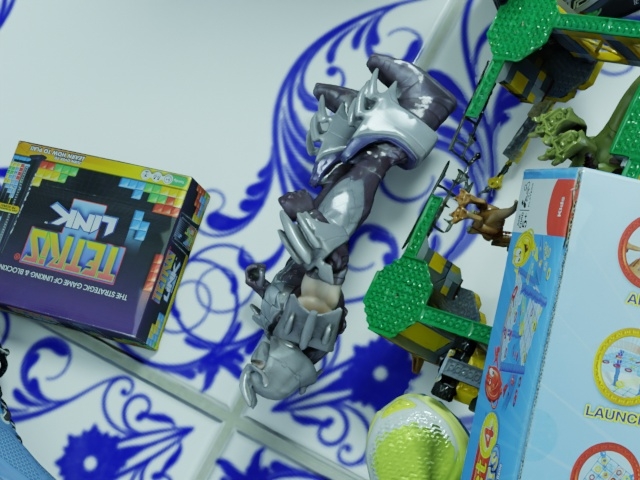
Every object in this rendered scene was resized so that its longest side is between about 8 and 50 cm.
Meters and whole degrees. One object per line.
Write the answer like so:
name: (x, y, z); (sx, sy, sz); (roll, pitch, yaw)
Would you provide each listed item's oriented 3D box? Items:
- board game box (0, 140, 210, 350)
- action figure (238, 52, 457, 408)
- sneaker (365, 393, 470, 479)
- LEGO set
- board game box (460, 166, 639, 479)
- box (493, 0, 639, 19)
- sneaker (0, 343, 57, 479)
board game box: (-0.194, 0.002, 1.100); (0.170, 0.048, 0.141); (12, 74, 21)
action figure: (0.000, 0.000, 0.986); (0.099, 0.185, 0.285); (28, 63, -9)
sneaker: (0.102, 0.211, 0.920); (0.091, 0.126, 0.240); (-15, 97, 11)
LEGO set: (0.205, -0.005, 0.941); (0.255, 0.192, 0.331); (5, 70, 48)
board game box: (0.242, 0.134, 0.779); (0.308, 0.086, 0.302); (12, 90, -13)
box: (0.189, -0.231, 0.992); (0.147, 0.180, 0.077); (-21, 66, 9)
sneaker: (-0.284, 0.115, 1.031); (0.330, 0.130, 0.147); (43, 60, 6)
